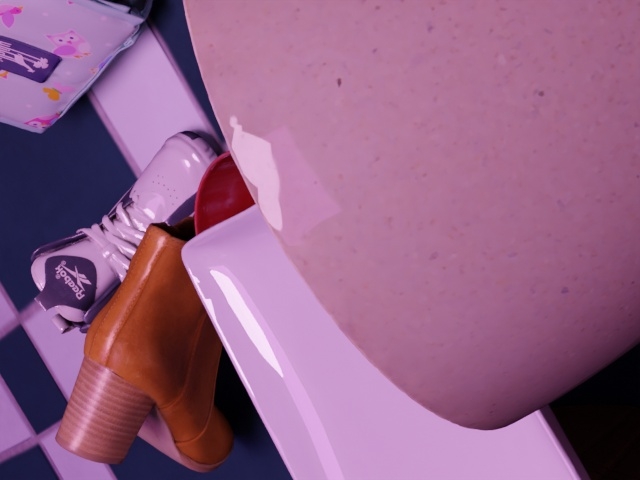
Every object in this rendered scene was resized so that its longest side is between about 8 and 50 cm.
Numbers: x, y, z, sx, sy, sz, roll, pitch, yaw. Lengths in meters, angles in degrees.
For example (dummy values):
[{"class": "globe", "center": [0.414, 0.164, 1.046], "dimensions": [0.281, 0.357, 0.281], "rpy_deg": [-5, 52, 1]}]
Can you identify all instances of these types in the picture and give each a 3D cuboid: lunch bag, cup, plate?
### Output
[{"class": "lunch bag", "center": [-0.283, -0.230, 1.052], "dimensions": [0.262, 0.160, 0.223], "rpy_deg": [47, 137, -7]}, {"class": "cup", "center": [0.127, -0.101, 0.611], "dimensions": [0.237, 0.331, 0.331], "rpy_deg": [-27, 92, 25]}, {"class": "plate", "center": [0.041, 0.084, 0.817], "dimensions": [0.277, 0.045, 0.278], "rpy_deg": [-28, 89, 52]}]

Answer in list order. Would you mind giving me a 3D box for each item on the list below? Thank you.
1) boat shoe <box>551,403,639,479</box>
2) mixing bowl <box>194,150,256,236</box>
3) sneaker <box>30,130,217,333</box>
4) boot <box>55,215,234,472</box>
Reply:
[{"class": "boat shoe", "center": [0.258, 0.202, 0.770], "dimensions": [0.342, 0.123, 0.123], "rpy_deg": [12, 120, 35]}, {"class": "mixing bowl", "center": [0.000, 0.000, 0.932], "dimensions": [0.181, 0.098, 0.181], "rpy_deg": [24, 128, 35]}, {"class": "sneaker", "center": [-0.177, 0.008, 1.081], "dimensions": [0.094, 0.153, 0.235], "rpy_deg": [52, 140, 8]}, {"class": "boot", "center": [-0.108, 0.090, 1.082], "dimensions": [0.104, 0.295, 0.211], "rpy_deg": [28, 92, 20]}]
